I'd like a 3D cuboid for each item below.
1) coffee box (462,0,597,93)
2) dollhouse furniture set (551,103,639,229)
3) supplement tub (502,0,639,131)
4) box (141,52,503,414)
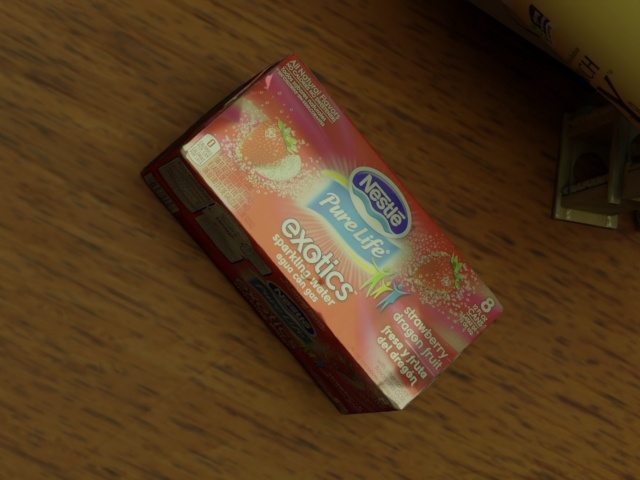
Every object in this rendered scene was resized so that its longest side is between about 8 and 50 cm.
[{"bbox_3d":[0.165,-0.274,1.515,0.297,0.119,0.168,34,75,-12],"label":"coffee box"},{"bbox_3d":[0.299,-0.064,1.505,0.161,0.182,0.101,9,81,-17],"label":"dollhouse furniture set"},{"bbox_3d":[0.268,-0.203,1.333,0.331,0.241,0.241,44,72,6],"label":"supplement tub"},{"bbox_3d":[0.000,0.000,1.425,0.122,0.128,0.257,-42,97,-18],"label":"box"}]
